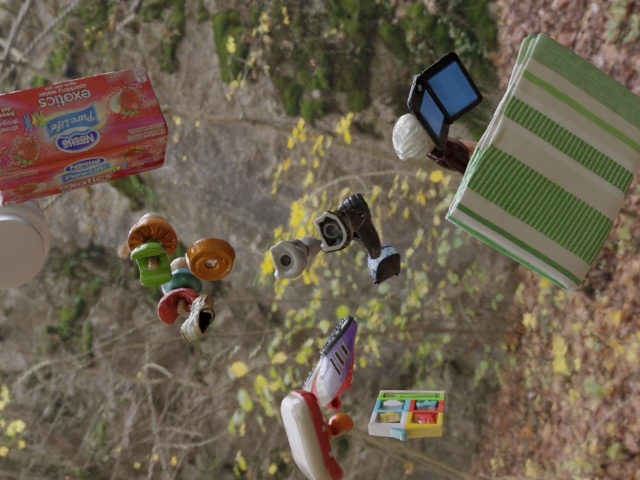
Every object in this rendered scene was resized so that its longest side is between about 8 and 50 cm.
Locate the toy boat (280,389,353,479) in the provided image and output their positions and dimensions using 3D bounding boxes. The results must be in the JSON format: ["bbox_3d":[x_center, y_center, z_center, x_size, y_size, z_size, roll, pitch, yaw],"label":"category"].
[{"bbox_3d":[0.009,0.454,1.742,0.151,0.151,0.231,-8,98,69],"label":"toy boat"}]

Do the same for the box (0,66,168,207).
[{"bbox_3d":[-0.368,-0.154,1.101,0.256,0.123,0.128,-17,-12,-20],"label":"box"}]

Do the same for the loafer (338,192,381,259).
[{"bbox_3d":[0.102,-0.028,1.922,0.076,0.078,0.223,-116,2,-46],"label":"loafer"}]

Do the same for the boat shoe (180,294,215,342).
[{"bbox_3d":[-0.233,0.152,1.472,0.050,0.045,0.135,63,-157,-27],"label":"boat shoe"}]

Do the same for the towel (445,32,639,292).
[{"bbox_3d":[0.344,-0.116,1.086,0.325,0.247,0.038,-63,11,-14],"label":"towel"}]

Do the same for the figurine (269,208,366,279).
[{"bbox_3d":[0.000,0.000,1.747,0.214,0.092,0.209,-32,-1,21],"label":"figurine"}]

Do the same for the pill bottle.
[{"bbox_3d":[-0.832,-0.026,1.927,0.407,0.229,0.229,34,105,58],"label":"pill bottle"}]

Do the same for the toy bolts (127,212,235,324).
[{"bbox_3d":[-0.285,0.043,1.576,0.158,0.218,0.229,-102,5,-48],"label":"toy bolts"}]

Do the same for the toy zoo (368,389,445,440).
[{"bbox_3d":[0.238,0.474,2.008,0.293,0.192,0.030,-42,-51,-75],"label":"toy zoo"}]

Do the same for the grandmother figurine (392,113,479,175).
[{"bbox_3d":[0.278,-0.182,1.535,0.342,0.208,0.104,14,-77,-38],"label":"grandmother figurine"}]

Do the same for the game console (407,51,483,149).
[{"bbox_3d":[0.212,-0.232,1.246,0.122,0.071,0.107,46,-131,-36],"label":"game console"}]

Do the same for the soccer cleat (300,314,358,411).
[{"bbox_3d":[0.050,0.324,1.941,0.108,0.116,0.318,-47,-15,-51],"label":"soccer cleat"}]

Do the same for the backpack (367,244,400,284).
[{"bbox_3d":[0.206,0.068,2.424,0.105,0.084,0.114,-23,-38,-20],"label":"backpack"}]
